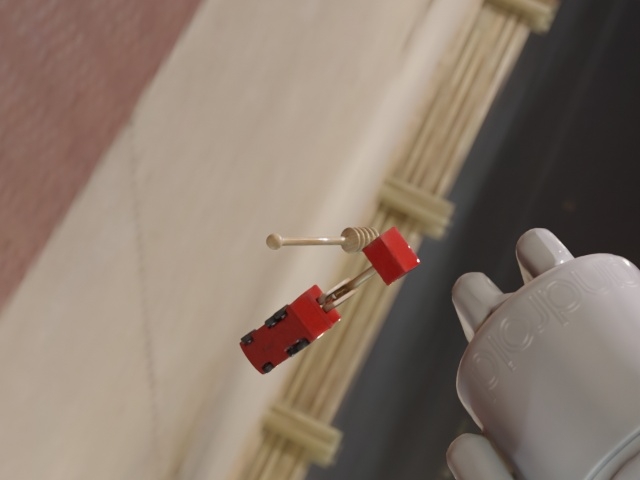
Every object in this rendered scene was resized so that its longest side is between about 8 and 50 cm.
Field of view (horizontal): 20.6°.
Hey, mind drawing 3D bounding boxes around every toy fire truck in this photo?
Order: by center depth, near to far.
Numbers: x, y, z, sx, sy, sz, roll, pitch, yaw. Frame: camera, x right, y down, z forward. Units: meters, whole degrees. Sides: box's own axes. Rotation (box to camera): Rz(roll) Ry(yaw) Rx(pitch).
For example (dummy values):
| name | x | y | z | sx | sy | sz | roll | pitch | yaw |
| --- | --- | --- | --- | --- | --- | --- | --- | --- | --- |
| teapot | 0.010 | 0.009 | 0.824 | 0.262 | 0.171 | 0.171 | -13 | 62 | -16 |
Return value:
| name | x | y | z | sx | sy | sz | roll | pitch | yaw |
| --- | --- | --- | --- | --- | --- | --- | --- | --- | --- |
| toy fire truck | 0.007 | 0.064 | 1.786 | 0.135 | 0.047 | 0.192 | -35 | 178 | -32 |

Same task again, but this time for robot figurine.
| name | x | y | z | sx | sy | sz | roll | pitch | yaw |
| --- | --- | --- | --- | --- | --- | --- | --- | --- | --- |
| robot figurine | 0.255 | 0.154 | 1.522 | 0.300 | 0.353 | 0.200 | -37 | 149 | -2 |

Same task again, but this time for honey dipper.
| name | x | y | z | sx | sy | sz | roll | pitch | yaw |
| --- | --- | --- | --- | --- | --- | --- | --- | --- | --- |
| honey dipper | 0.000 | 0.000 | 1.943 | 0.160 | 0.030 | 0.030 | 0 | 121 | -44 |
